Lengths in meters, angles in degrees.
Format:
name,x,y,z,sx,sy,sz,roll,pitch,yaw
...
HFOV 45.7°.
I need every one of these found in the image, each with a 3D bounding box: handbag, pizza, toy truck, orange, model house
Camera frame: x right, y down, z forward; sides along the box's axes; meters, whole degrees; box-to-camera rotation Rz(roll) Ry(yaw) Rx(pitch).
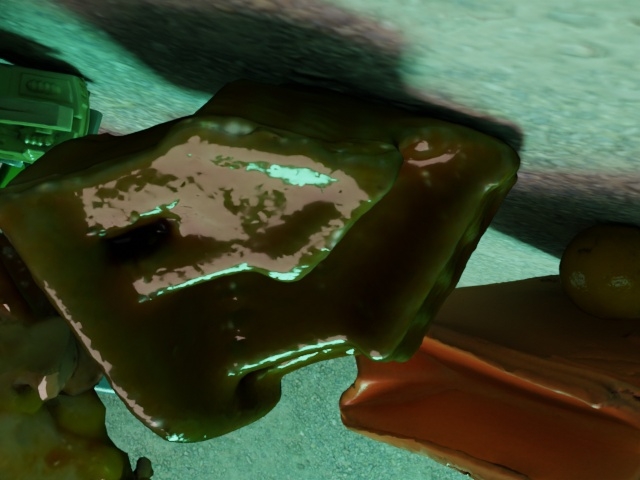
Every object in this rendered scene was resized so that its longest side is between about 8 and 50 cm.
name,x,y,z,sx,sy,sz,roll,pitch,yaw
handbag,0.243,0.110,0.653,0.410,0.116,0.303,-2,-172,-36
pizza,-0.234,0.009,0.443,0.440,0.130,0.406,28,141,32
toy truck,-0.240,-0.097,0.518,0.168,0.077,0.100,17,178,-10
orange,0.218,0.025,0.559,0.083,0.070,0.083,10,177,1
model house,-0.001,0.004,0.426,0.239,0.173,0.268,-18,170,10

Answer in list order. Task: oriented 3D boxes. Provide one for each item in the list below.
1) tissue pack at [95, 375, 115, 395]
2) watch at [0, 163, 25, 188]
name,x,y,z,sx,sy,sz,roll,pitch,yaw
tissue pack,-0.245,0.047,1.016,0.198,0.287,0.206,14,-167,-24
watch,-0.320,-0.091,0.639,0.152,0.165,0.131,-10,172,4
